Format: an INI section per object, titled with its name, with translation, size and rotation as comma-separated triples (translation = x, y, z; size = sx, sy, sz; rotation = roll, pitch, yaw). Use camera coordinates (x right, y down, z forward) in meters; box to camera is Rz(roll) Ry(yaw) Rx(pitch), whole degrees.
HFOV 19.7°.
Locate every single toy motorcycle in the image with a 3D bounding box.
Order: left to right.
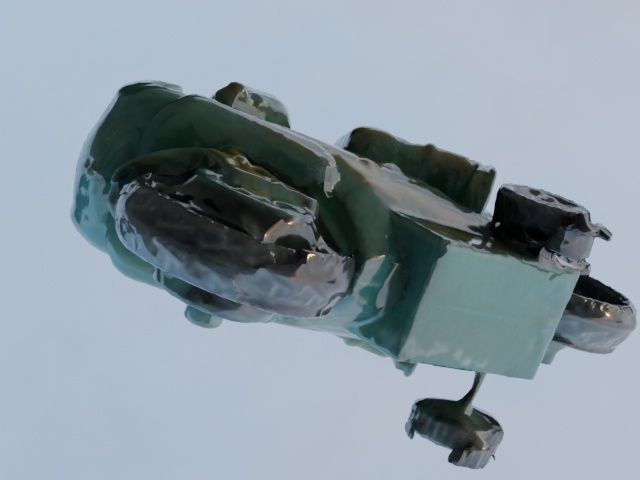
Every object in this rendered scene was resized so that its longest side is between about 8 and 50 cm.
[toy motorcycle]
translation = 0.001, 0.000, 0.740
size = 0.198, 0.296, 0.109
rotation = 30, -78, 41
